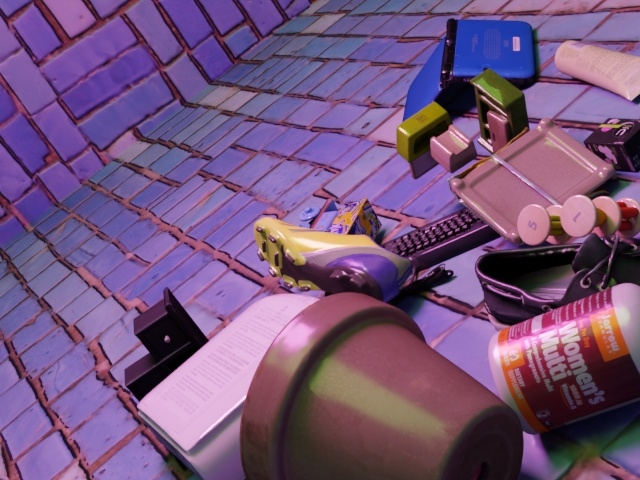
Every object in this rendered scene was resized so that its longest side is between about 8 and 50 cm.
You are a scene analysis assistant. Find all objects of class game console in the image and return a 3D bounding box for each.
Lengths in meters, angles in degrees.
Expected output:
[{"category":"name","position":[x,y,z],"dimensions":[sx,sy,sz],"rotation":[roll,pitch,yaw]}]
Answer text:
[{"category":"game console","position":[0.290,-0.313,2.160],"dimensions":[0.250,0.173,0.293],"rotation":[3,32,7]}]

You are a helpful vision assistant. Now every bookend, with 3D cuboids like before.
[{"category":"bookend","position":[-0.263,0.187,1.752],"dimensions":[0.156,0.157,0.072],"rotation":[-33,22,2]}]

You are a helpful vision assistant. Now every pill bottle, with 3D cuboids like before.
[{"category":"pill bottle","position":[0.301,0.118,1.154],"dimensions":[0.221,0.121,0.121],"rotation":[-25,24,23]}]

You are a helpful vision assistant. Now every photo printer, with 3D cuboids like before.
[{"category":"photo printer","position":[-0.093,0.199,1.557],"dimensions":[0.307,0.107,0.256],"rotation":[-41,23,-17]}]

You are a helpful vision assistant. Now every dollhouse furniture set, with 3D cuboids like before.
[{"category":"dollhouse furniture set","position":[0.280,-0.090,1.639],"dimensions":[0.197,0.151,0.301],"rotation":[-34,52,-12]}]

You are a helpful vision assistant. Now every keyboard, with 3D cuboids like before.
[{"category":"keyboard","position":[0.143,0.027,1.676],"dimensions":[0.317,0.033,0.202],"rotation":[-26,24,23]}]

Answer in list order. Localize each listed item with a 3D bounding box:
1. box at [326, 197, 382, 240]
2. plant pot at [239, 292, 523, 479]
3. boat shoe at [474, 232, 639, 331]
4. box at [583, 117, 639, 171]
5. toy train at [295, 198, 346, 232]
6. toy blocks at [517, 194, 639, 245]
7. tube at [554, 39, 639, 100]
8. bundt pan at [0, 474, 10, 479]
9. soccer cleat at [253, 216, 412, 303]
[{"category":"box","position":[0.047,-0.004,1.778],"dimensions":[0.054,0.059,0.169],"rotation":[-23,18,26]},{"category":"plant pot","position":[0.081,0.208,1.159],"dimensions":[0.229,0.263,0.263],"rotation":[18,54,43]},{"category":"boat shoe","position":[0.320,0.045,1.284],"dimensions":[0.127,0.113,0.340],"rotation":[-45,25,-28]},{"category":"box","position":[0.436,-0.139,1.573],"dimensions":[0.062,0.052,0.083],"rotation":[-42,25,-18]},{"category":"toy train","position":[0.000,0.000,1.874],"dimensions":[0.105,0.080,0.184],"rotation":[-7,31,32]},{"category":"toy blocks","position":[0.344,-0.024,1.392],"dimensions":[0.148,0.054,0.123],"rotation":[0,-8,-40]},{"category":"tube","position":[0.478,-0.283,1.809],"dimensions":[0.240,0.062,0.070],"rotation":[-140,61,-62]},{"category":"bundt pan","position":[-0.533,0.496,1.549],"dimensions":[0.330,0.124,0.331],"rotation":[-30,22,13]},{"category":"soccer cleat","position":[0.015,0.025,1.656],"dimensions":[0.121,0.094,0.289],"rotation":[-33,39,-33]}]
